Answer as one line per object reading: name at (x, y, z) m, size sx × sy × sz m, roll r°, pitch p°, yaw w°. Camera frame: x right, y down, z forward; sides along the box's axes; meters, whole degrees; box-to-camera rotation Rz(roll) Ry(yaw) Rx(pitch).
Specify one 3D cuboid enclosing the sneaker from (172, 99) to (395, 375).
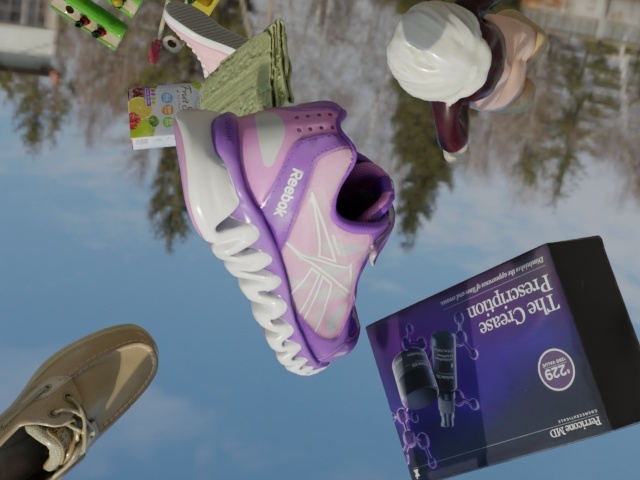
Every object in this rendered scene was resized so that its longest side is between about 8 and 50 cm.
sneaker at (0.000, 0.000, 0.607) m, size 0.104 × 0.236 × 0.095 m, roll -19°, pitch -126°, yaw 5°

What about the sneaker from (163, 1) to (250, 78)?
sneaker at (-0.141, -0.233, 1.242) m, size 0.134 × 0.070 × 0.051 m, roll 26°, pitch -137°, yaw -20°

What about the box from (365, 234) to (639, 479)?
box at (0.186, 0.128, 1.032) m, size 0.103 × 0.184 × 0.261 m, roll -7°, pitch 163°, yaw -43°

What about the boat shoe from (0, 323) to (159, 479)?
boat shoe at (-0.282, 0.202, 1.064) m, size 0.302 × 0.109 × 0.098 m, roll -36°, pitch -153°, yaw -25°

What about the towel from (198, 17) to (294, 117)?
towel at (-0.075, -0.142, 1.008) m, size 0.027 × 0.110 × 0.148 m, roll 16°, pitch 150°, yaw -35°

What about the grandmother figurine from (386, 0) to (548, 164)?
grandmother figurine at (0.152, -0.180, 1.034) m, size 0.104 × 0.208 × 0.342 m, roll 7°, pitch -173°, yaw 22°

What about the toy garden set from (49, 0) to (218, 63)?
toy garden set at (-0.239, -0.328, 1.348) m, size 0.203 × 0.244 × 0.049 m, roll 33°, pitch -134°, yaw -11°

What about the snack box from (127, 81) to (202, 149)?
snack box at (-0.237, -0.202, 1.633) m, size 0.141 × 0.100 × 0.037 m, roll -5°, pitch 154°, yaw -7°
